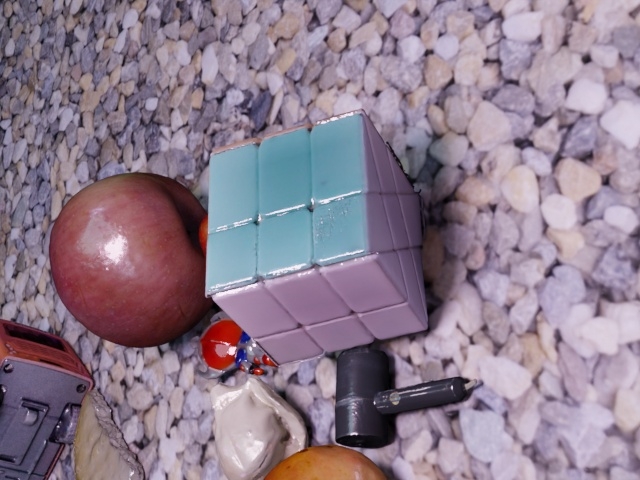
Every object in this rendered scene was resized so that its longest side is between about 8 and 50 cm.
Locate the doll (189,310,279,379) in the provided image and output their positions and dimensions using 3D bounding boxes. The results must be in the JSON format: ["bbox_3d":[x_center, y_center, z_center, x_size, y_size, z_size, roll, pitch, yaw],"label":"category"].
[{"bbox_3d":[-0.135,0.163,1.859,0.194,0.062,0.104,0,92,43],"label":"doll"}]

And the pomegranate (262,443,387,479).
[{"bbox_3d":[0.005,0.354,1.509,0.191,0.191,0.191,-24,56,43],"label":"pomegranate"}]

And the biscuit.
[{"bbox_3d":[-0.379,0.386,2.073,0.141,0.038,0.290,-60,39,13],"label":"biscuit"}]

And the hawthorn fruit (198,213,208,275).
[{"bbox_3d":[-0.092,0.021,1.790,0.169,0.169,0.188,-57,38,17],"label":"hawthorn fruit"}]

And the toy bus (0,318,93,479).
[{"bbox_3d":[-0.611,0.372,2.237,0.427,0.203,0.233,-60,34,11],"label":"toy bus"}]

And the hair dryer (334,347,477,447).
[{"bbox_3d":[0.109,0.191,1.546,0.219,0.071,0.124,-16,62,39],"label":"hair dryer"}]

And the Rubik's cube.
[{"bbox_3d":[0.000,0.000,1.561,0.224,0.221,0.231,-14,56,19],"label":"Rubik's cube"}]

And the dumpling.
[{"bbox_3d":[-0.085,0.281,1.707,0.136,0.118,0.199,-31,78,21],"label":"dumpling"}]

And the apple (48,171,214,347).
[{"bbox_3d":[-0.283,0.023,1.906,0.235,0.306,0.306,-32,50,18],"label":"apple"}]
